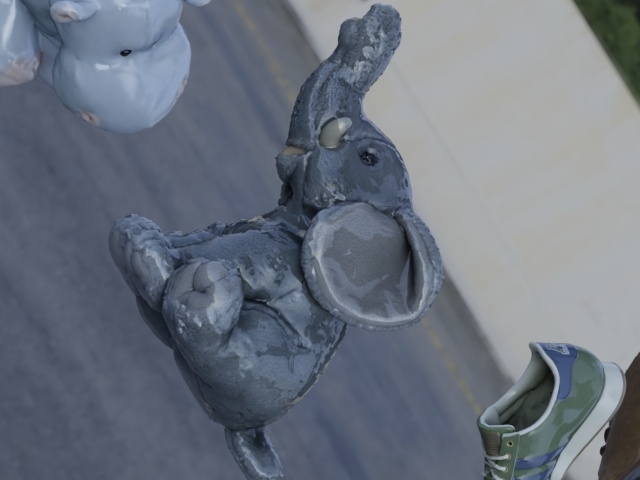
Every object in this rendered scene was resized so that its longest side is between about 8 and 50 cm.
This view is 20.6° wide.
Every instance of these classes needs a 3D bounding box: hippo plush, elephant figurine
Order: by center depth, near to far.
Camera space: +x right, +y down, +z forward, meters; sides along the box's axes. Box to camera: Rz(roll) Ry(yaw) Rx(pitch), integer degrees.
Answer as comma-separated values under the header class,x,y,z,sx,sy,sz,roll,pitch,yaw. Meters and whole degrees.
class,x,y,z,sx,sy,sz,roll,pitch,yaw
elephant figurine,0.000,0.000,1.147,0.169,0.239,0.186,49,-16,34
hippo plush,-0.178,-0.227,1.553,0.236,0.234,0.294,35,-47,41

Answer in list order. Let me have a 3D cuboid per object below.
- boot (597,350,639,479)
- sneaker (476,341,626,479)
class,x,y,z,sx,sy,sz,roll,pitch,yaw
boot,0.308,0.214,1.670,0.112,0.305,0.115,34,-6,-27
sneaker,0.142,0.157,1.308,0.086,0.192,0.064,29,6,-31
